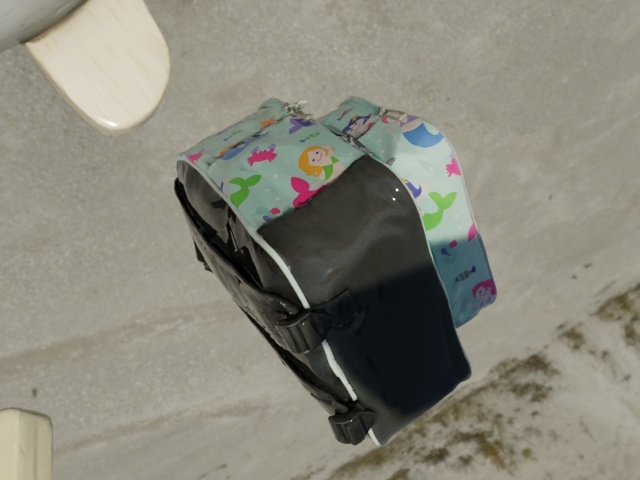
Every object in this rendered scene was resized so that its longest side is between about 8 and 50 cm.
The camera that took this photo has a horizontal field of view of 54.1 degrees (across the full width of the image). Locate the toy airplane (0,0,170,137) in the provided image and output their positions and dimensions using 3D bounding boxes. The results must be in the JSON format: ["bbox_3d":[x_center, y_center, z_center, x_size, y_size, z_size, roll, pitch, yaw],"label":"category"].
[{"bbox_3d":[-0.249,-0.263,0.309,0.272,0.387,0.384,-125,-135,-82],"label":"toy airplane"}]

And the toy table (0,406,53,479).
[{"bbox_3d":[-0.204,0.225,0.312,0.161,0.274,0.252,-24,161,14],"label":"toy table"}]

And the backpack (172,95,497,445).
[{"bbox_3d":[0.000,0.000,0.497,0.191,0.254,0.225,-38,126,-17],"label":"backpack"}]
